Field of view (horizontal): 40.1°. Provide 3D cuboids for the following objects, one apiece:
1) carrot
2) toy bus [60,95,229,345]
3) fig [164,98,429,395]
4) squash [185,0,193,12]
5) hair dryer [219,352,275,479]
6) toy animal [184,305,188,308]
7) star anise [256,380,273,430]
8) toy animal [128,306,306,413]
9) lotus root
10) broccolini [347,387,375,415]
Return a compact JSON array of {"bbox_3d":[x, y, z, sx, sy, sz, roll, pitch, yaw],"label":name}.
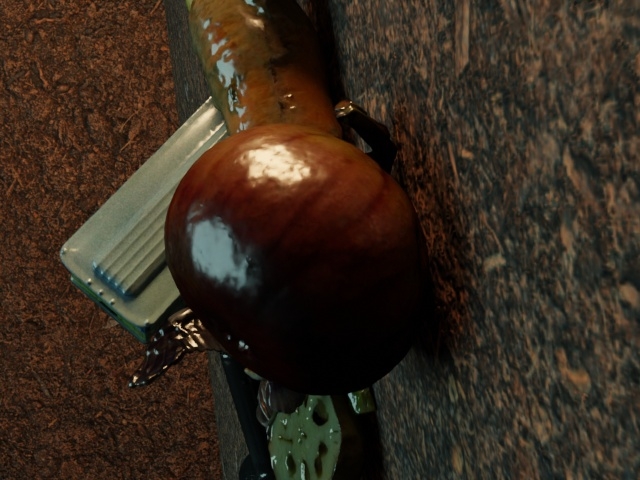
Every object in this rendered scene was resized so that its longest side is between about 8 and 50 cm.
[{"bbox_3d":[-0.049,-0.148,0.933,0.138,0.139,0.301,125,131,-72],"label":"carrot"},{"bbox_3d":[-0.184,-0.026,1.175,0.152,0.312,0.190,40,162,2],"label":"toy bus"},{"bbox_3d":[-0.009,0.015,0.714,0.235,0.214,0.235,30,132,41],"label":"fig"},{"bbox_3d":[-0.106,-0.355,1.076,0.170,0.123,0.170,173,90,-78],"label":"squash"},{"bbox_3d":[-0.095,0.271,1.332,0.189,0.107,0.352,-161,55,-74],"label":"hair dryer"},{"bbox_3d":[-0.233,0.049,1.672,0.310,0.251,0.250,-154,57,-76],"label":"toy animal"},{"bbox_3d":[-0.028,0.247,1.155,0.212,0.073,0.197,68,155,21],"label":"star anise"},{"bbox_3d":[-0.082,0.091,0.971,0.197,0.273,0.160,-128,18,-59],"label":"toy animal"},{"bbox_3d":[0.006,0.227,1.007,0.183,0.078,0.203,-60,35,41],"label":"lotus root"},{"bbox_3d":[0.009,0.071,0.977,0.071,0.058,0.254,29,-134,-55],"label":"broccolini"}]
